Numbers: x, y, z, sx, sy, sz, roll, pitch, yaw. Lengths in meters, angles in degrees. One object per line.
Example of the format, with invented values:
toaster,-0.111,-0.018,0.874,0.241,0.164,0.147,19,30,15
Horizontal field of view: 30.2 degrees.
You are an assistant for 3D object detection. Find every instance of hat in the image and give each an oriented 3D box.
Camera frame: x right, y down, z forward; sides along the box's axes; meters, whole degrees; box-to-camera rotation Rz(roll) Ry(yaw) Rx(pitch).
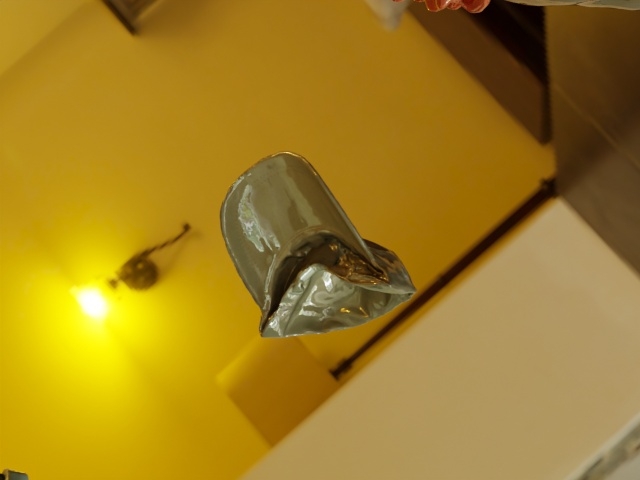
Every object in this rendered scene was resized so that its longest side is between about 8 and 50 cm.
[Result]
hat,0.000,0.000,1.204,0.144,0.166,0.173,6,-113,-57

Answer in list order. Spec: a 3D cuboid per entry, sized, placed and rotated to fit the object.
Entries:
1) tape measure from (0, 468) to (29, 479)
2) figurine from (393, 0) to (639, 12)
tape measure,-0.281,0.311,0.966,0.125,0.243,0.246,16,167,-37
figurine,0.085,-0.193,0.418,0.110,0.138,0.245,65,-156,-74
